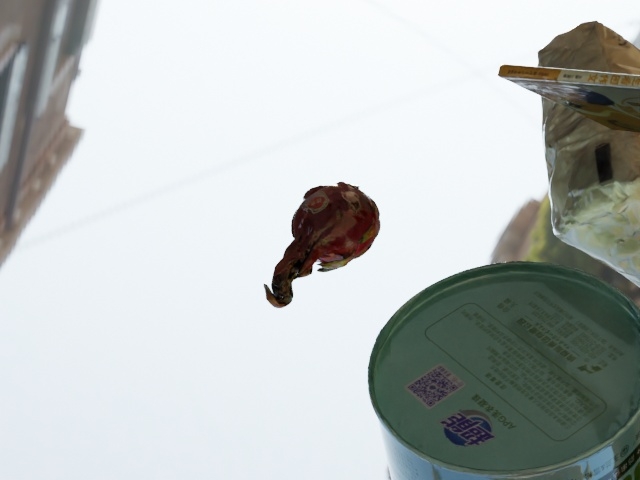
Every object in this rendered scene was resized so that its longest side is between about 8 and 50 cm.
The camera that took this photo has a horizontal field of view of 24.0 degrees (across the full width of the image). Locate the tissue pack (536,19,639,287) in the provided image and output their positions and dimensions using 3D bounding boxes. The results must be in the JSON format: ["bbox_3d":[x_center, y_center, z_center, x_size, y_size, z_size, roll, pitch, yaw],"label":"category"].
[{"bbox_3d":[0.442,-0.076,1.955,0.375,0.195,0.390,29,-141,-33],"label":"tissue pack"}]

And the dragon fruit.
[{"bbox_3d":[0.000,0.000,1.618,0.094,0.094,0.190,35,-134,11],"label":"dragon fruit"}]

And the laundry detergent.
[{"bbox_3d":[0.210,0.226,1.559,0.287,0.305,0.287,-8,-139,7],"label":"laundry detergent"}]

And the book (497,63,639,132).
[{"bbox_3d":[0.354,-0.136,1.546,0.208,0.020,0.295,18,177,-40],"label":"book"}]
